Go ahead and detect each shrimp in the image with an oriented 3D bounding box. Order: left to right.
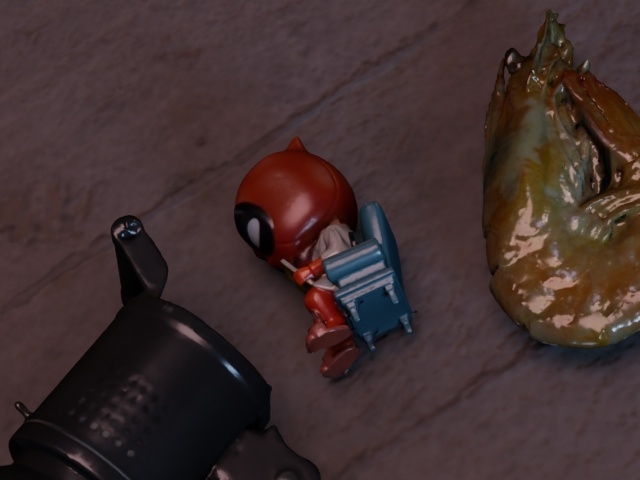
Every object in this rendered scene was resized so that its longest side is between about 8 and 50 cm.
[{"bbox_3d":[0.142,-0.034,0.944,0.115,0.051,0.217,-7,54,7],"label":"shrimp"}]

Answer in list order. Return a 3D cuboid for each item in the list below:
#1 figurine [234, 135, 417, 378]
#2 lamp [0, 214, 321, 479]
[{"bbox_3d":[0.000,0.000,0.956,0.075,0.068,0.140,-30,54,1],"label":"figurine"},{"bbox_3d":[-0.101,0.122,0.878,0.172,0.147,0.227,31,63,19],"label":"lamp"}]
